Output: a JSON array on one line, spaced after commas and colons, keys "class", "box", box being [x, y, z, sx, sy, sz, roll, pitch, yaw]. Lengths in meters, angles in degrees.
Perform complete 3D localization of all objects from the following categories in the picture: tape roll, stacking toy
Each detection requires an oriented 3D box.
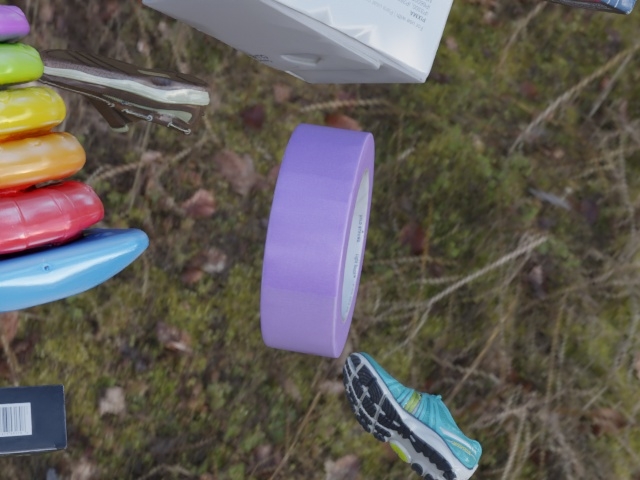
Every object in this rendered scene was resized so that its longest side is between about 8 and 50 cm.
[{"class": "tape roll", "box": [0.000, 0.000, 1.385, 0.090, 0.274, 0.274, 9, 50, 6]}, {"class": "stacking toy", "box": [-0.245, -0.107, 0.774, 0.175, 0.166, 0.301, -16, 101, -36]}]

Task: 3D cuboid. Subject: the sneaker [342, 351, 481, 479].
[{"class": "sneaker", "box": [0.146, 0.286, 1.874, 0.275, 0.107, 0.110, 44, 47, 13]}]

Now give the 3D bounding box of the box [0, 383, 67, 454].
[{"class": "box", "box": [-0.450, 0.256, 1.590, 0.156, 0.158, 0.093, 1, 76, -28]}]

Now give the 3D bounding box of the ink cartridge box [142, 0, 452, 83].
[{"class": "ink cartridge box", "box": [0.004, -0.189, 0.639, 0.127, 0.128, 0.176, 20, 85, -32]}]

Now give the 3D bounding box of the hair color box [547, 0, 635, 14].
[{"class": "hair color box", "box": [0.140, -0.323, 1.088, 0.347, 0.105, 0.174, 14, 9, -34]}]

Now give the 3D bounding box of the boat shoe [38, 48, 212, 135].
[{"class": "boat shoe", "box": [-0.271, -0.191, 1.566, 0.257, 0.095, 0.095, 8, 20, -33]}]
